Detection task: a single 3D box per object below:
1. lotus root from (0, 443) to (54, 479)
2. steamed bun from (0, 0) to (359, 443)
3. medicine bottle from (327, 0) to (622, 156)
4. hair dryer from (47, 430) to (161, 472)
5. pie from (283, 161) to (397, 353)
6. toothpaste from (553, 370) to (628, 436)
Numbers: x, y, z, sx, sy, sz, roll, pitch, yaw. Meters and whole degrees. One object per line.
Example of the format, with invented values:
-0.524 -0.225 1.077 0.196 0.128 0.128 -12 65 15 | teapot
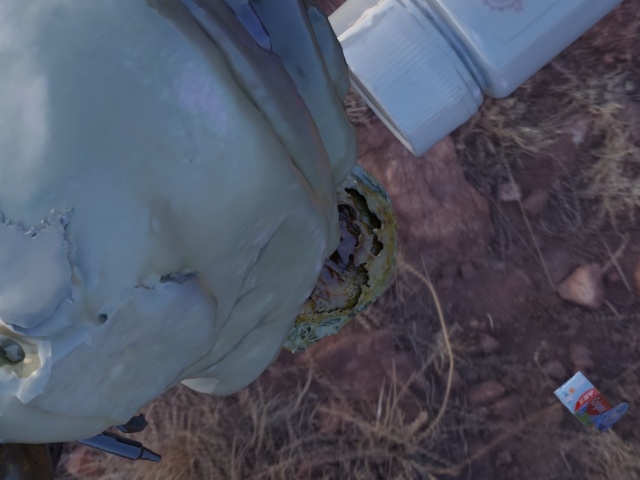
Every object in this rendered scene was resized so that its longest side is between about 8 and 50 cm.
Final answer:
-0.265 0.177 0.830 0.120 0.120 0.209 -54 47 9 | lotus root
-0.100 -0.073 0.576 0.237 0.394 0.346 -44 120 14 | steamed bun
0.193 -0.283 1.227 0.371 0.211 0.211 -39 93 3 | medicine bottle
-0.331 0.314 1.612 0.195 0.173 0.050 33 126 -16 | hair dryer
-0.001 0.000 1.558 0.308 0.085 0.308 5 81 -31 | pie
0.398 0.233 1.568 0.070 0.193 0.044 -42 60 5 | toothpaste
